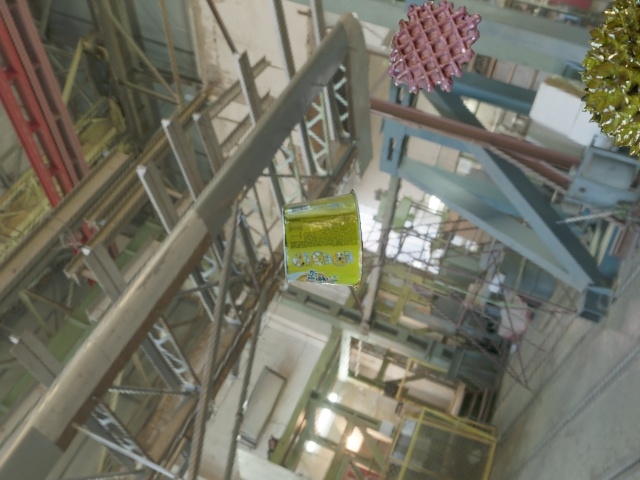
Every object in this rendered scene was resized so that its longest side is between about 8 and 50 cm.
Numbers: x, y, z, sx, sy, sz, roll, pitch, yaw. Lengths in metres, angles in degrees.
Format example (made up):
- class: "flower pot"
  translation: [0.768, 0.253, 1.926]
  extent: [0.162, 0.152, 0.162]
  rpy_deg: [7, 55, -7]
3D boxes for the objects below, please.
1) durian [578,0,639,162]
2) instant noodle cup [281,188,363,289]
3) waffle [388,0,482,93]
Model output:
- class: "durian"
  translation: [0.458, -0.198, 0.701]
  extent: [0.258, 0.292, 0.258]
  rpy_deg: [13, -90, -84]
- class: "instant noodle cup"
  translation: [0.000, 0.000, 1.206]
  extent: [0.205, 0.153, 0.205]
  rpy_deg: [177, 90, -84]
- class: "waffle"
  translation: [0.265, -0.462, 1.432]
  extent: [0.055, 0.221, 0.234]
  rpy_deg: [16, -82, -60]
